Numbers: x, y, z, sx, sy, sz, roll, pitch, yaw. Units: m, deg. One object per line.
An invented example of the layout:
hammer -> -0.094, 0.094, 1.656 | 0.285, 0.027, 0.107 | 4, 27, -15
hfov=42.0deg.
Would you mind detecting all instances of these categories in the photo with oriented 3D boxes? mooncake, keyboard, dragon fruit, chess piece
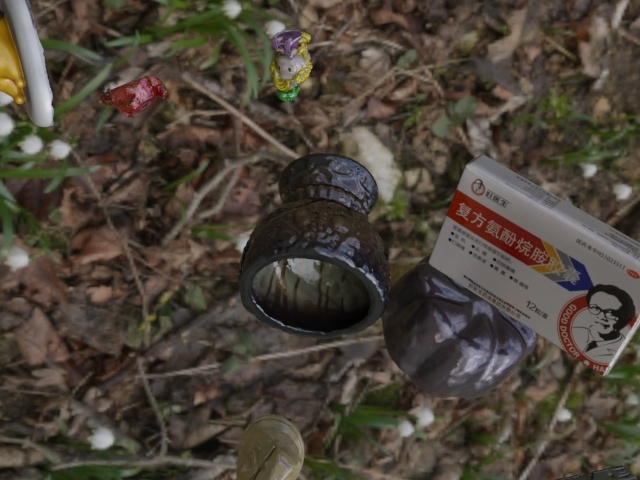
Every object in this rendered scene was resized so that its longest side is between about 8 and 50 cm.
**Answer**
mooncake -> 0.269, 0.151, 1.603 | 0.306, 0.154, 0.306 | 20, 44, -20
keyboard -> 0.354, 0.321, 1.080 | 0.049, 0.129, 0.015 | -122, -150, -54
dragon fruit -> -0.354, -0.273, 1.596 | 0.112, 0.126, 0.068 | -82, 152, -74
chess piece -> -0.085, 0.377, 1.394 | 0.301, 0.137, 0.137 | 117, -25, -85

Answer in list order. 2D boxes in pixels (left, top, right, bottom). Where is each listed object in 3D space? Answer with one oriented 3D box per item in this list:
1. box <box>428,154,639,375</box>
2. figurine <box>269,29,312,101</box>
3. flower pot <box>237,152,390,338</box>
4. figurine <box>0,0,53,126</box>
box -> 0.361, 0.037, 1.360 | 0.069, 0.353, 0.214 | -34, 149, -45
figurine -> -0.058, -0.401, 1.905 | 0.115, 0.094, 0.156 | -35, 131, -40
flower pot -> 0.000, 0.000, 1.501 | 0.267, 0.266, 0.267 | 60, 29, -42
figurine -> -0.483, -0.270, 1.196 | 0.141, 0.167, 0.250 | -14, 68, -27
